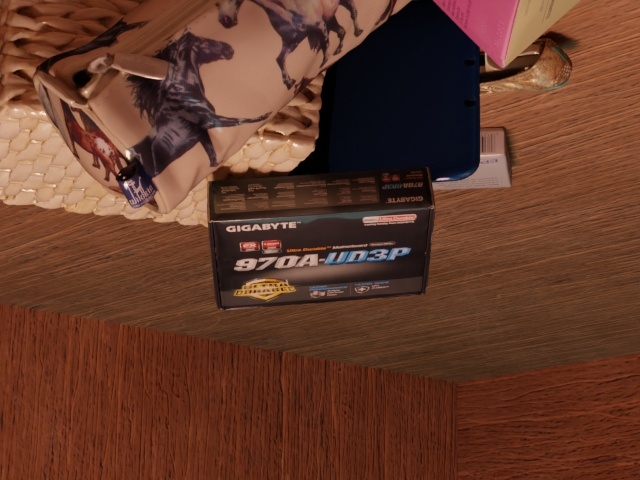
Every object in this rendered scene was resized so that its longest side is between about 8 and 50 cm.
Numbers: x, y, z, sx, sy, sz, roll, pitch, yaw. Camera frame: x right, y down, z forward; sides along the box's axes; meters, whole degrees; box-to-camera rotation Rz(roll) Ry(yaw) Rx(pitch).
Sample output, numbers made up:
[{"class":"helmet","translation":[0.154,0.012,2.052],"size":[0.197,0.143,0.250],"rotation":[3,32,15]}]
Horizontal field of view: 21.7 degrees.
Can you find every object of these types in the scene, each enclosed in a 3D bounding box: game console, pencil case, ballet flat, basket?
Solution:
[{"class":"game console","translation":[0.042,-0.114,1.804],"size":[0.173,0.293,0.250],"rotation":[19,134,-13]},{"class":"pencil case","translation":[-0.048,-0.201,1.412],"size":[0.410,0.160,0.183],"rotation":[-42,167,-9]},{"class":"ballet flat","translation":[0.196,-0.207,1.988],"size":[0.206,0.073,0.067],"rotation":[-9,135,26]},{"class":"basket","translation":[-0.177,-0.188,1.659],"size":[0.328,0.266,0.331],"rotation":[7,163,-18]}]

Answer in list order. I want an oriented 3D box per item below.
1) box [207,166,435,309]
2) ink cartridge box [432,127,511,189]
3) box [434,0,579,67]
[{"class":"box","translation":[0.000,0.000,1.665],"size":[0.220,0.051,0.175],"rotation":[-4,149,-3]},{"class":"ink cartridge box","translation":[0.162,-0.104,2.396],"size":[0.223,0.045,0.224],"rotation":[-2,166,10]},{"class":"box","translation":[0.197,-0.284,1.290],"size":[0.243,0.117,0.213],"rotation":[-41,168,-8]}]
